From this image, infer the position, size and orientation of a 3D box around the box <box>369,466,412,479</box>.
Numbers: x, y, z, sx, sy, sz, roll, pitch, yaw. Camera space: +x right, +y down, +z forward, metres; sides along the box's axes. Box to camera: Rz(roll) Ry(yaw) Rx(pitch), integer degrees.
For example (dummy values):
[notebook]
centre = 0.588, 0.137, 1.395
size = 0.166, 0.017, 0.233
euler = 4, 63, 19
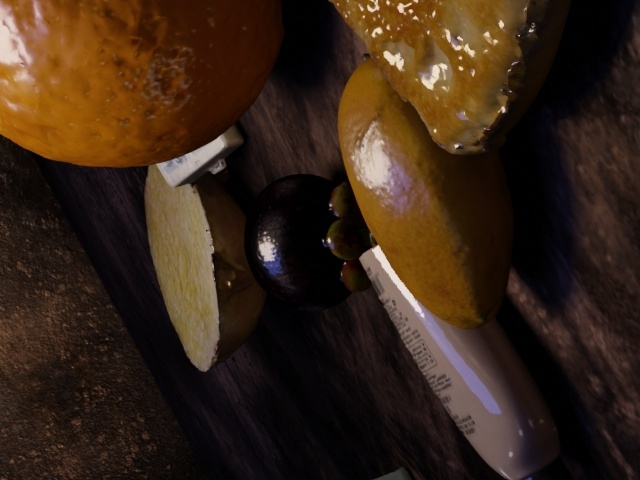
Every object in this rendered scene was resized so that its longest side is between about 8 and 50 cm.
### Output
[box]
centre = 0.060, 0.383, 1.535
size = 0.227, 0.162, 0.130
euler = 106, 142, -65

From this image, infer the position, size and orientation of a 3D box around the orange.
[orange]
centre = -0.204, -0.223, 1.076
size = 0.340, 0.293, 0.341
euler = 48, 159, 26

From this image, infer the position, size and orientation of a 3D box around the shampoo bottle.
[shampoo bottle]
centre = 0.128, 0.106, 1.033
size = 0.257, 0.078, 0.127
euler = 60, 166, 6

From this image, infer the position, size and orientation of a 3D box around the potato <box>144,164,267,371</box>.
[potato]
centre = -0.134, 0.012, 1.551
size = 0.239, 0.116, 0.299
euler = 106, 145, -51

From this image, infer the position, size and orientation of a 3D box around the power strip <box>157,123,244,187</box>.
[power strip]
centre = -0.220, -0.235, 1.428
size = 0.106, 0.043, 0.367
euler = -34, 85, 31

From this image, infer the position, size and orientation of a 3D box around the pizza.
[pizza]
centre = 0.068, -0.198, 0.714
size = 0.223, 0.089, 0.323
euler = 44, 155, 27

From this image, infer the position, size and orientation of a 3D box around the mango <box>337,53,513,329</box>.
[mango]
centre = 0.083, -0.029, 0.891
size = 0.227, 0.109, 0.147
euler = 68, 171, -23

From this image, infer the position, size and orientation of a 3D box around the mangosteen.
[mangosteen]
centre = 0.000, 0.000, 1.175
size = 0.151, 0.137, 0.137
euler = -8, 115, 34
